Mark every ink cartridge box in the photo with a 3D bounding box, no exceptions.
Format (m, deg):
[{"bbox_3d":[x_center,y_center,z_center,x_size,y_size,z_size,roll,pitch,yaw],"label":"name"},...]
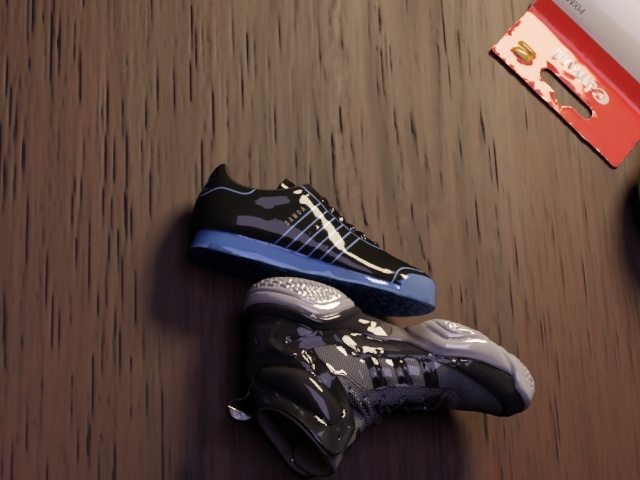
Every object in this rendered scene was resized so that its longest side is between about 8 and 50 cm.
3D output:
[{"bbox_3d":[0.307,-0.211,1.794,0.181,0.056,0.224,43,57,0],"label":"ink cartridge box"}]

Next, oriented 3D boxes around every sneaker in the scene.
[{"bbox_3d":[0.000,0.000,1.552,0.232,0.081,0.090,17,69,-14],"label":"sneaker"},{"bbox_3d":[0.048,0.140,1.504,0.268,0.101,0.153,19,62,-8],"label":"sneaker"}]

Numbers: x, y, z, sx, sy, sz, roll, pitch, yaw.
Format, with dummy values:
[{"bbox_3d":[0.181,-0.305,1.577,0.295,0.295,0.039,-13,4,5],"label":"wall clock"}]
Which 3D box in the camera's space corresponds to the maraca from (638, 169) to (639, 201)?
[{"bbox_3d":[0.386,-0.077,1.732,0.127,0.099,0.185,19,72,9],"label":"maraca"}]
